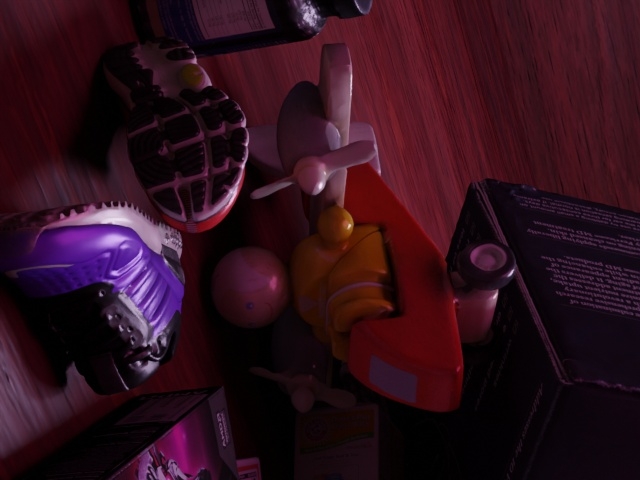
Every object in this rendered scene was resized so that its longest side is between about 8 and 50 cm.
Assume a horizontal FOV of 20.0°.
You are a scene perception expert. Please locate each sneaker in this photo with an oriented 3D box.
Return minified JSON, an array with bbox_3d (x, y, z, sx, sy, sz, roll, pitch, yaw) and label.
[{"bbox_3d":[-0.121,-0.082,1.637,0.279,0.107,0.118,-112,-171,-53],"label":"sneaker"},{"bbox_3d":[-0.179,0.053,1.494,0.293,0.102,0.146,23,62,-71],"label":"sneaker"}]

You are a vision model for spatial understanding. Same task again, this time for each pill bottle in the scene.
[{"bbox_3d":[-0.066,-0.250,1.790,0.123,0.219,0.122,-8,90,-73],"label":"pill bottle"}]

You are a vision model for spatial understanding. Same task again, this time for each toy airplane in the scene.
[{"bbox_3d":[0.000,0.000,1.919,0.384,0.272,0.386,-5,-77,69],"label":"toy airplane"}]

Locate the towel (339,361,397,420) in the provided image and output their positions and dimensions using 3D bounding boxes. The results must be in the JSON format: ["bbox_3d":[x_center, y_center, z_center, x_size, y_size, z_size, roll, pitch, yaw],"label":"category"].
[{"bbox_3d":[0.129,0.179,2.417,0.235,0.121,0.283,-79,155,-49],"label":"towel"}]

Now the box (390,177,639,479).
[{"bbox_3d":[0.275,0.259,2.060,0.471,0.297,0.479,-100,-155,-63],"label":"box"}]

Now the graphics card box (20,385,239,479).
[{"bbox_3d":[-0.151,0.273,1.495,0.371,0.094,0.232,-32,113,-75],"label":"graphics card box"}]

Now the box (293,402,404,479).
[{"bbox_3d":[0.033,0.302,2.079,0.114,0.103,0.203,53,34,-58],"label":"box"}]

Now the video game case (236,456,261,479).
[{"bbox_3d":[-0.089,0.362,1.790,0.204,0.025,0.285,11,72,-73],"label":"video game case"}]
